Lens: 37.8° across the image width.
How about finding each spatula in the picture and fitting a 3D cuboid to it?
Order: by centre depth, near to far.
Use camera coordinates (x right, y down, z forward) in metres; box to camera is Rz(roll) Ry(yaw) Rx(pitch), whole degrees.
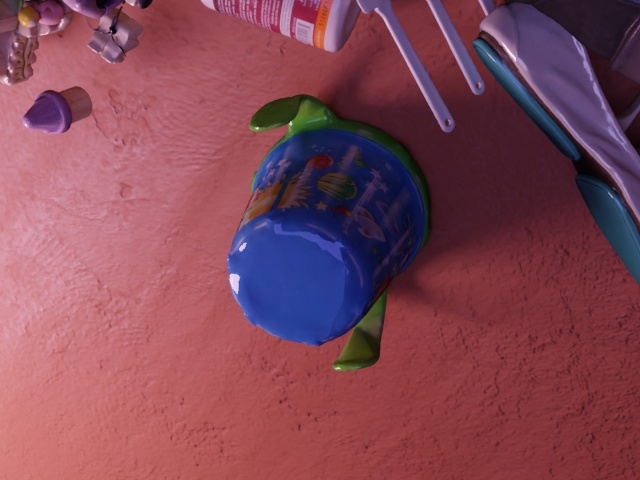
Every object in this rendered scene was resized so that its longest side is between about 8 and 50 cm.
[{"bbox_3d":[0.128,-0.254,1.000,0.242,0.168,0.019,57,159,-17],"label":"spatula"}]

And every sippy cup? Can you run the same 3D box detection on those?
[{"bbox_3d":[0.000,0.000,1.109,0.305,0.224,0.240,39,120,-5],"label":"sippy cup"}]

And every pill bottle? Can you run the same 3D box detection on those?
[{"bbox_3d":[-0.062,-0.299,1.030,0.221,0.121,0.121,21,121,5],"label":"pill bottle"}]

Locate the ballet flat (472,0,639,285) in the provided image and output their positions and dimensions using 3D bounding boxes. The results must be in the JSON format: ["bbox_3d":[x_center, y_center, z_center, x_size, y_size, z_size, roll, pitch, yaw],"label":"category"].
[{"bbox_3d":[0.324,-0.105,1.018,0.139,0.139,0.400,-30,108,28],"label":"ballet flat"}]

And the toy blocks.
[{"bbox_3d":[-0.401,-0.250,1.025,0.309,0.260,0.289,39,129,13],"label":"toy blocks"}]

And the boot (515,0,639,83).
[{"bbox_3d":[0.160,-0.367,0.789,0.445,0.146,0.367,32,141,9],"label":"boot"}]
